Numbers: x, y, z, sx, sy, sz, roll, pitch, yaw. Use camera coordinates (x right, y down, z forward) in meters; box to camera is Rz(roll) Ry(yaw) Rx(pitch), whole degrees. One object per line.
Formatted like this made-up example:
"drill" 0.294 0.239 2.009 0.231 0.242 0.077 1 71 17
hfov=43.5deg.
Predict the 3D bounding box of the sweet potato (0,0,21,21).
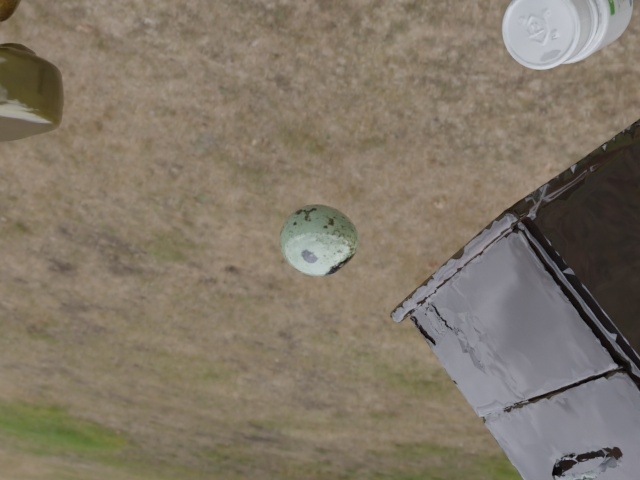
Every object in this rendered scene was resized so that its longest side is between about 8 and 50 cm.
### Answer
"sweet potato" -0.398 -0.422 0.968 0.092 0.114 0.341 1 148 -16

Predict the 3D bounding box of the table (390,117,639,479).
"table" 0.175 0.054 0.417 0.193 0.172 0.169 54 159 9

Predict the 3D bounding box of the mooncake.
"mooncake" -0.485 -0.208 1.108 0.234 0.117 0.235 1 177 0

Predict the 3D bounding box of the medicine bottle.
"medicine bottle" 0.372 -0.337 1.209 0.139 0.237 0.139 17 121 32

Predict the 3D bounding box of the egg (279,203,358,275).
"egg" 0.000 0.000 0.937 0.110 0.085 0.085 5 153 46
